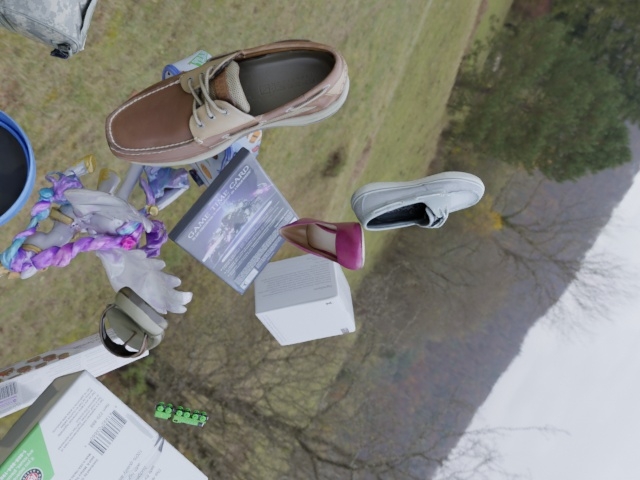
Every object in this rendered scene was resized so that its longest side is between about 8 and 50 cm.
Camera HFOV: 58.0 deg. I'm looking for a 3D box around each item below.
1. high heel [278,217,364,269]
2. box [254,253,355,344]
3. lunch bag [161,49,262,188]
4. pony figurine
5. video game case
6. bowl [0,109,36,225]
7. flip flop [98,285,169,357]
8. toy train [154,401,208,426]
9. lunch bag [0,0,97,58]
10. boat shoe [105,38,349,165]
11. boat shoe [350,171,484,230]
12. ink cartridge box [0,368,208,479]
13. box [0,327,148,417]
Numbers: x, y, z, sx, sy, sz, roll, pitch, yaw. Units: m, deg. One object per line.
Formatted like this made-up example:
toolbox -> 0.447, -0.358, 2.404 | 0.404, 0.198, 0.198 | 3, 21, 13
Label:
high heel -> 0.000, 0.000, 0.967 | 0.244, 0.117, 0.082 | -126, -144, -73
box -> -0.032, 0.129, 1.261 | 0.181, 0.182, 0.118 | 65, 15, -55
lunch bag -> -0.244, -0.240, 1.214 | 0.115, 0.243, 0.303 | -39, 179, -24
pony figurine -> -0.405, -0.037, 1.112 | 0.363, 0.352, 0.302 | -66, 156, -44
video game case -> -0.144, -0.024, 1.061 | 0.196, 0.026, 0.274 | -52, 151, -9
bowl -> -0.985, -0.193, 1.581 | 0.391, 0.391, 0.077 | -55, 179, -14
flip flop -> -0.298, 0.140, 0.893 | 0.080, 0.112, 0.277 | -56, -169, -23
toy train -> -0.218, 0.273, 0.900 | 0.017, 0.084, 0.023 | -116, -136, -74
lunch bag -> -0.605, -0.581, 1.247 | 0.212, 0.256, 0.304 | 177, -69, -76
boat shoe -> -0.120, -0.184, 0.729 | 0.325, 0.123, 0.116 | -20, 177, -4
boat shoe -> 0.165, -0.053, 0.938 | 0.228, 0.081, 0.079 | -7, 143, -10
ink cartridge box -> -0.348, 0.376, 0.886 | 0.122, 0.289, 0.211 | -21, -154, 42
box -> -0.481, 0.239, 1.103 | 0.324, 0.063, 0.067 | -20, 113, -51
